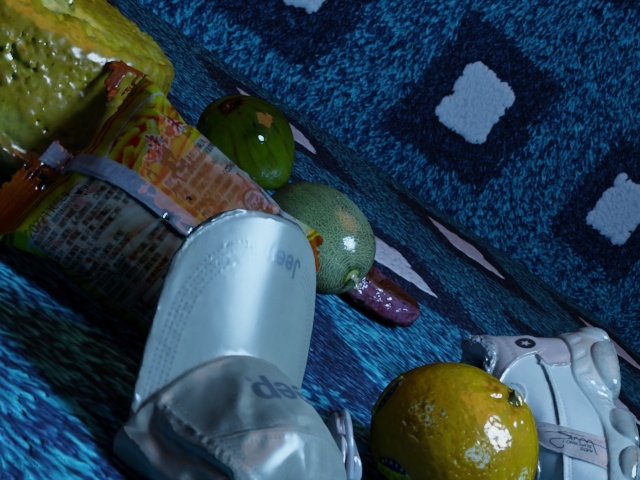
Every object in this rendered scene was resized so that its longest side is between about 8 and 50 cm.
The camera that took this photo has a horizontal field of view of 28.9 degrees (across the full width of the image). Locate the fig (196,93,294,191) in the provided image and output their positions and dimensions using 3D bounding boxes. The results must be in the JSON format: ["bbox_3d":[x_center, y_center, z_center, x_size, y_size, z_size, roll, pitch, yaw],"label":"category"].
[{"bbox_3d":[-0.097,-0.108,1.962,0.259,0.151,0.151,65,-6,-35],"label":"fig"}]

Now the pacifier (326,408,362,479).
[{"bbox_3d":[-0.004,0.184,1.073,0.078,0.081,0.099,8,16,-8],"label":"pacifier"}]

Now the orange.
[{"bbox_3d":[0.133,0.200,1.236,0.177,0.155,0.177,37,-3,2],"label":"orange"}]

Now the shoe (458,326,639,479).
[{"bbox_3d":[0.260,0.248,1.481,0.198,0.172,0.351,3,34,1],"label":"shoe"}]

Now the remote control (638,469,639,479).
[{"bbox_3d":[0.553,0.400,1.895,0.256,0.045,0.097,32,13,-19],"label":"remote control"}]

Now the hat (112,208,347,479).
[{"bbox_3d":[-0.032,0.110,0.942,0.149,0.245,0.214,20,-1,37],"label":"hat"}]

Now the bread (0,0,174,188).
[{"bbox_3d":[-0.325,-0.202,1.258,0.358,0.204,0.337,36,6,-4],"label":"bread"}]

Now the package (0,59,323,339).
[{"bbox_3d":[-0.129,-0.009,1.117,0.288,0.223,0.108,41,-34,-13],"label":"package"}]

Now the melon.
[{"bbox_3d":[0.000,0.000,1.669,0.192,0.139,0.139,48,14,34],"label":"melon"}]

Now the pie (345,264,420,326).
[{"bbox_3d":[0.069,0.069,1.853,0.182,0.049,0.182,35,6,-4],"label":"pie"}]
